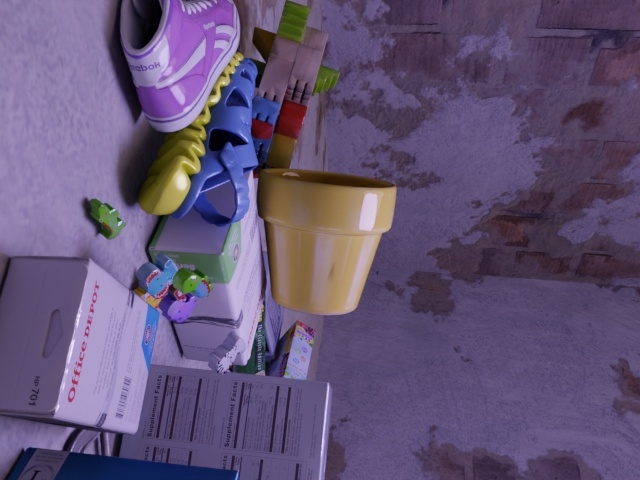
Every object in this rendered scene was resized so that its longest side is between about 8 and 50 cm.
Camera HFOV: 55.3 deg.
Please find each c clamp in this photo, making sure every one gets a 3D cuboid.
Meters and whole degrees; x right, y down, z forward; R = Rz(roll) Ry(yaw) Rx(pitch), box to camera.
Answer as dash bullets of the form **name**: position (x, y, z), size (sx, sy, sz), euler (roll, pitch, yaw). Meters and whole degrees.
- **c clamp**: position (-0.262, 0.264, 0.724), size (0.137, 0.022, 0.161), euler (-53, 146, -77)

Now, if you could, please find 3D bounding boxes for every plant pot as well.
- **plant pot**: position (0.000, 0.000, 1.126), size (0.254, 0.254, 0.239), euler (-55, 153, -77)

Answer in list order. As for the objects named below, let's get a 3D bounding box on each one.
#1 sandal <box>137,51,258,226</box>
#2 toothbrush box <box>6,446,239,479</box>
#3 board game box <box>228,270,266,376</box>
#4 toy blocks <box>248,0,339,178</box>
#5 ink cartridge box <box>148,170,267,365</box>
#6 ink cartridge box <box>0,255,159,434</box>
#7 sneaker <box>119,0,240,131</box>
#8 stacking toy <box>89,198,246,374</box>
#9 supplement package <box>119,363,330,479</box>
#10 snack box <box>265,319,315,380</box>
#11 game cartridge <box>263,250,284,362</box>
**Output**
- **sandal**: position (-0.148, -0.140, 0.884), size (0.126, 0.138, 0.317), euler (-25, -139, 46)
- **toothbrush box**: position (-0.198, 0.334, 0.490), size (0.295, 0.216, 0.126), euler (-78, 169, -56)
- **board game box**: position (-0.154, 0.168, 1.249), size (0.136, 0.030, 0.260), euler (22, -65, 51)
- **toy blocks**: position (-0.088, -0.246, 1.248), size (0.381, 0.190, 0.261), euler (120, -14, -65)
- **ink cartridge box**: position (-0.169, 0.044, 0.999), size (0.198, 0.114, 0.273), euler (-80, 171, -45)
- **ink cartridge box**: position (-0.236, 0.111, 0.604), size (0.191, 0.082, 0.140), euler (74, 20, -68)
- **sneaker**: position (-0.180, -0.296, 0.803), size (0.161, 0.102, 0.282), euler (77, 15, -51)
- **stacking toy**: position (-0.184, 0.061, 0.726), size (0.052, 0.167, 0.221), euler (-48, 153, -22)
- **supplement package**: position (-0.123, 0.293, 0.871), size (0.199, 0.262, 0.198), euler (81, 14, -73)
- **snack box**: position (-0.098, 0.348, 1.657), size (0.174, 0.070, 0.207), euler (-50, -165, 35)
- **game cartridge**: position (-0.141, 0.167, 1.594), size (0.294, 0.060, 0.196), euler (85, 14, -53)
